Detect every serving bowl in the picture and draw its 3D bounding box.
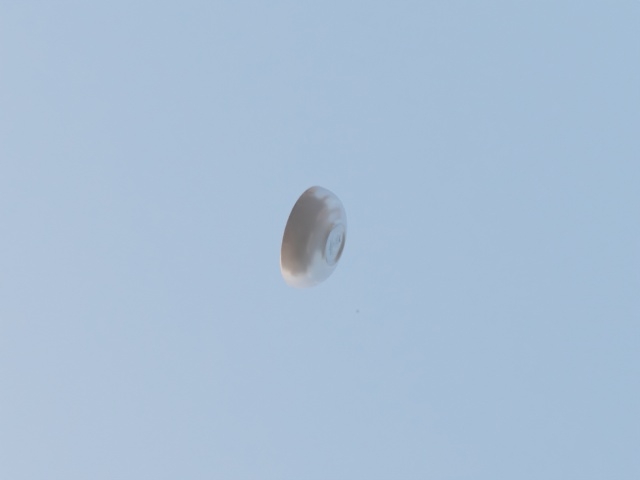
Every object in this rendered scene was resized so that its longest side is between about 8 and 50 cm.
[{"bbox_3d":[0.000,0.000,1.267,0.027,0.083,0.083,14,-92,24],"label":"serving bowl"}]
